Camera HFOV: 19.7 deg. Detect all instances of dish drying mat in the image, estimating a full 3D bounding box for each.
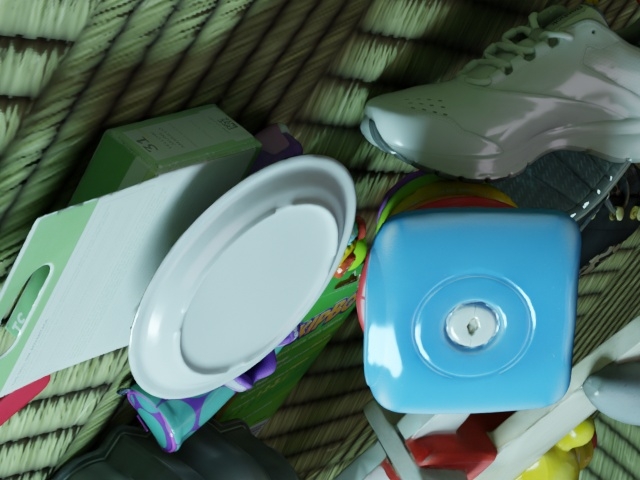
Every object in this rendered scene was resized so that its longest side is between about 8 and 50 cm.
[{"bbox_3d":[-0.220,0.117,1.283,0.083,0.008,0.032,-41,159,-23],"label":"dish drying mat"}]

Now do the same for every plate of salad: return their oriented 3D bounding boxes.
[{"bbox_3d":[-0.055,0.021,1.231,0.200,0.048,0.200,-35,150,-25],"label":"plate of salad"}]

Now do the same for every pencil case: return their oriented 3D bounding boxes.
[{"bbox_3d":[-0.085,0.095,1.458,0.151,0.064,0.070,-43,-161,-21],"label":"pencil case"}]

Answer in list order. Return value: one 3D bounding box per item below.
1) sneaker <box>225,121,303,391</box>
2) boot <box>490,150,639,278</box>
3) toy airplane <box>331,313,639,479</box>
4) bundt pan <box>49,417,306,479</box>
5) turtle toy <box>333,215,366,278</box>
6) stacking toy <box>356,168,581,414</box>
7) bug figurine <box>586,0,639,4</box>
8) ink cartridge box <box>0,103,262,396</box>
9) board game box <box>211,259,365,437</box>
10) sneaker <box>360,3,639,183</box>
[{"bbox_3d":[-0.048,0.021,1.336,0.095,0.104,0.236,-30,152,-42],"label":"sneaker"},{"bbox_3d":[0.229,-0.052,1.767,0.284,0.138,0.377,-18,148,-56],"label":"boot"},{"bbox_3d":[0.184,0.229,1.819,0.384,0.272,0.386,-36,171,-23],"label":"toy airplane"},{"bbox_3d":[-0.100,0.310,1.496,0.331,0.124,0.331,-11,107,-38],"label":"bundt pan"},{"bbox_3d":[0.000,0.000,1.456,0.095,0.066,0.130,-53,173,11],"label":"turtle toy"},{"bbox_3d":[0.105,-0.002,1.507,0.302,0.165,0.175,-97,-173,-63],"label":"stacking toy"},{"bbox_3d":[0.305,-0.273,1.474,0.216,0.072,0.279,13,132,-28],"label":"bug figurine"},{"bbox_3d":[-0.150,0.010,1.158,0.235,0.056,0.171,-19,145,-55],"label":"ink cartridge box"},{"bbox_3d":[-0.044,0.106,1.599,0.259,0.039,0.124,-51,163,28],"label":"board game box"},{"bbox_3d":[0.167,-0.125,1.472,0.297,0.111,0.129,-11,121,-24],"label":"sneaker"}]
